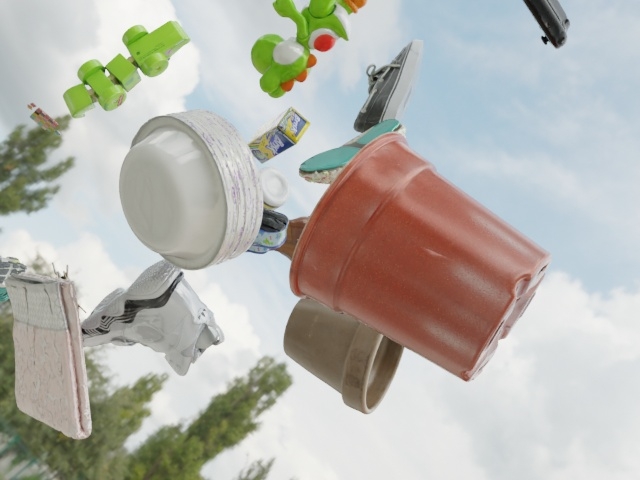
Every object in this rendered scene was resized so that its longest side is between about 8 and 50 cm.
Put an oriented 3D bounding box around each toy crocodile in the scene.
[{"bbox_3d":[-0.464,-0.407,1.815,0.115,0.341,0.105,49,-8,9],"label":"toy crocodile"}]

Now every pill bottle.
[{"bbox_3d":[-0.164,-0.104,1.872,0.184,0.103,0.103,-26,-77,46],"label":"pill bottle"}]

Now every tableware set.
[{"bbox_3d":[-0.721,0.143,2.189,0.194,0.039,0.128,42,-26,58],"label":"tableware set"}]

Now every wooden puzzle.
[{"bbox_3d":[-0.551,-0.239,1.510,0.083,0.006,0.049,42,-34,-22],"label":"wooden puzzle"}]

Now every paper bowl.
[{"bbox_3d":[-0.247,-0.085,1.348,0.284,0.148,0.284,16,-66,40],"label":"paper bowl"}]

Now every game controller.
[{"bbox_3d":[0.370,-0.491,1.417,0.319,0.067,0.166,35,24,-44],"label":"game controller"}]

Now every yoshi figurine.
[{"bbox_3d":[-0.057,-0.546,1.968,0.204,0.362,0.203,37,6,-19],"label":"yoshi figurine"}]

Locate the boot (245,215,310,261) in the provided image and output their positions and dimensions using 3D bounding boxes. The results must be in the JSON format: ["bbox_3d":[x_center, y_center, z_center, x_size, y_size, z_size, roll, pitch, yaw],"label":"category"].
[{"bbox_3d":[-0.143,0.035,2.335,0.096,0.281,0.264,65,-35,39],"label":"boot"}]

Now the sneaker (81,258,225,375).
[{"bbox_3d":[-0.358,0.191,1.572,0.366,0.137,0.210,-30,-74,38],"label":"sneaker"}]

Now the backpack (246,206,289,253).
[{"bbox_3d":[-0.128,-0.023,1.618,0.115,0.105,0.084,14,-57,7],"label":"backpack"}]

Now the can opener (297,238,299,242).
[{"bbox_3d":[0.000,0.000,1.882,0.186,0.059,0.073,-1,-60,51],"label":"can opener"}]

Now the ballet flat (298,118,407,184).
[{"bbox_3d":[0.068,-0.142,1.362,0.091,0.241,0.077,26,-43,48],"label":"ballet flat"}]

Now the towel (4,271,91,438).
[{"bbox_3d":[-0.570,0.228,1.563,0.332,0.054,0.316,0,-83,52],"label":"towel"}]

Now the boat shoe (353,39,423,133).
[{"bbox_3d":[0.149,-0.337,1.661,0.105,0.306,0.113,15,-30,11],"label":"boat shoe"}]

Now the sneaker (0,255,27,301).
[{"bbox_3d":[-0.819,0.106,1.964,0.275,0.107,0.109,-164,-100,-69],"label":"sneaker"}]

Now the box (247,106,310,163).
[{"bbox_3d":[-0.089,-0.209,1.520,0.054,0.059,0.169,40,-24,-16],"label":"box"}]

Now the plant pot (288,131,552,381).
[{"bbox_3d":[0.145,0.036,1.026,0.265,0.272,0.272,34,-30,20],"label":"plant pot"}]

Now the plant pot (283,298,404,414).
[{"bbox_3d":[0.047,0.225,1.680,0.229,0.263,0.263,17,-38,20],"label":"plant pot"}]
